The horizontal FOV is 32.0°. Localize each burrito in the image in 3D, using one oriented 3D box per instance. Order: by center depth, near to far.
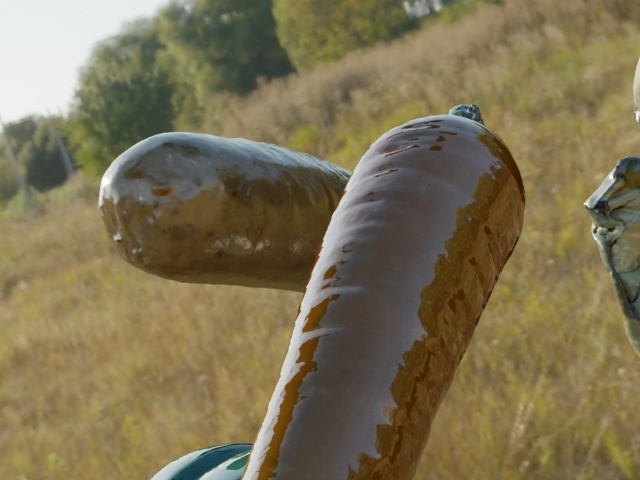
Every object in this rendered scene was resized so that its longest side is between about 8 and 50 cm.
[{"bbox_3d":[0.435,0.054,1.336,0.190,0.331,0.135,-20,-6,-2],"label":"burrito"}]

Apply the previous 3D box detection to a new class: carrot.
[{"bbox_3d":[0.015,0.044,0.357,0.069,0.069,0.336,-15,29,30],"label":"carrot"}]

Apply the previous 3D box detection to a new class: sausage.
[{"bbox_3d":[0.002,-0.002,0.998,0.136,0.123,0.501,-50,-31,16],"label":"sausage"}]

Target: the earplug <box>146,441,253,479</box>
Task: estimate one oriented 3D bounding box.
[{"bbox_3d":[0.005,0.221,0.593,0.164,0.257,0.280,-43,37,-21],"label":"earplug"}]

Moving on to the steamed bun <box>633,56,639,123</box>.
[{"bbox_3d":[0.423,-0.192,0.849,0.374,0.241,0.374,-50,-18,-23],"label":"steamed bun"}]
